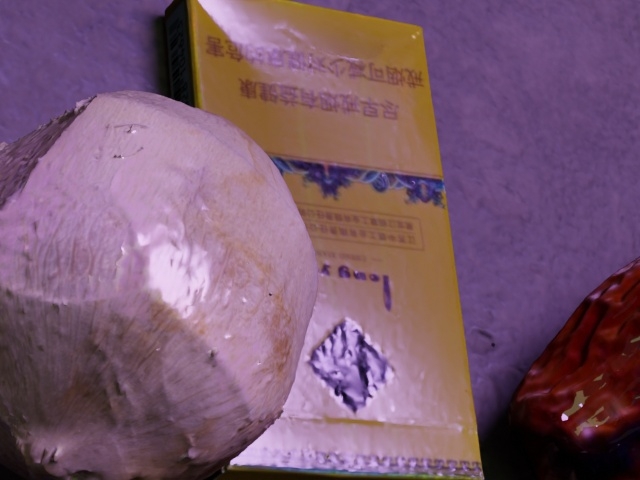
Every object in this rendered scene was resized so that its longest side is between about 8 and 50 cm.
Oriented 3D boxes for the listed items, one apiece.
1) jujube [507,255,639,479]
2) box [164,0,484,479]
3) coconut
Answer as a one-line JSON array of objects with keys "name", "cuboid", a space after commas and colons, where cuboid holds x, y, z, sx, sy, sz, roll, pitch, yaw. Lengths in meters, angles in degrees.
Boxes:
[{"name": "jujube", "cuboid": [0.216, 0.075, 1.055, 0.236, 0.168, 0.168, -27, 82, -19]}, {"name": "box", "cuboid": [0.000, -0.001, 1.030, 0.153, 0.041, 0.279, 7, 64, -28]}, {"name": "coconut", "cuboid": [-0.096, 0.034, 0.874, 0.194, 0.194, 0.194, 13, 61, -25]}]
